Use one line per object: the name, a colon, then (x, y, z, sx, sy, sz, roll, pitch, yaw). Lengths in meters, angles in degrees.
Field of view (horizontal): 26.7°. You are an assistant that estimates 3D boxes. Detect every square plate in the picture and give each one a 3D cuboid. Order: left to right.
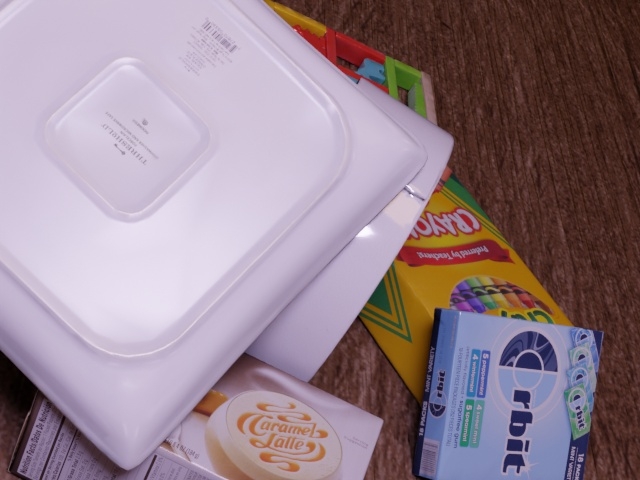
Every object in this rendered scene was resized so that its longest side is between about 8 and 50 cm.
square plate: (-0.145, -0.073, 0.991, 0.347, 0.049, 0.344, 44, 72, 1)

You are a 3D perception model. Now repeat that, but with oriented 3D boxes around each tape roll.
tape roll: (0.000, 0.000, 1.177, 0.100, 0.286, 0.286, 33, 34, -3)

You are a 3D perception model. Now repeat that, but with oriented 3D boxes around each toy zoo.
toy zoo: (0.012, -0.201, 1.665, 0.293, 0.030, 0.192, 23, 35, -18)

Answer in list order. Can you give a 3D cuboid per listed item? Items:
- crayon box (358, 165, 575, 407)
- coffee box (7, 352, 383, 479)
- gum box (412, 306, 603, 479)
crayon box: (0.133, 0.056, 1.408, 0.202, 0.081, 0.318, -6, 51, -45)
coffee box: (-0.092, 0.158, 1.042, 0.247, 0.098, 0.141, 26, 34, 1)
gum box: (0.180, 0.152, 1.278, 0.184, 0.157, 0.041, 10, -3, -34)
